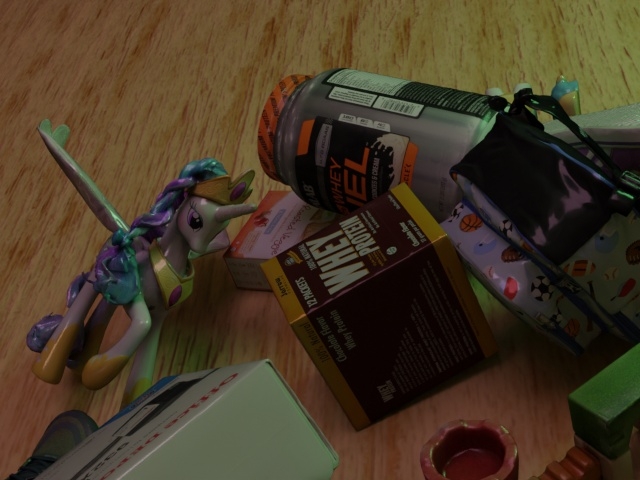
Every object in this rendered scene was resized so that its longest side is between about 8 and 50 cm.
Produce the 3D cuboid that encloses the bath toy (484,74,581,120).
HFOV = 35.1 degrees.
[{"bbox_3d":[0.208,-0.156,1.493,0.348,0.151,0.129,-7,80,17],"label":"bath toy"}]

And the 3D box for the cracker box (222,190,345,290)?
[{"bbox_3d":[0.000,0.000,1.427,0.232,0.067,0.155,3,41,28],"label":"cracker box"}]

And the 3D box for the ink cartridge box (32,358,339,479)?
[{"bbox_3d":[-0.156,0.239,1.005,0.223,0.129,0.307,-37,7,-28],"label":"ink cartridge box"}]

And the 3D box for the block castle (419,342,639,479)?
[{"bbox_3d":[0.346,0.173,0.875,0.453,0.213,0.303,-30,36,-19],"label":"block castle"}]

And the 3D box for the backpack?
[{"bbox_3d":[0.280,0.005,1.107,0.213,0.263,0.276,-51,31,15],"label":"backpack"}]

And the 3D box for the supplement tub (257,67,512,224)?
[{"bbox_3d":[0.088,-0.116,1.318,0.316,0.193,0.193,16,48,29],"label":"supplement tub"}]

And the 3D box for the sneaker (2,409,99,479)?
[{"bbox_3d":[-0.332,0.301,1.140,0.111,0.121,0.300,-6,37,20],"label":"sneaker"}]

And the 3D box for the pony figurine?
[{"bbox_3d":[-0.242,0.026,1.320,0.351,0.303,0.363,33,95,50],"label":"pony figurine"}]

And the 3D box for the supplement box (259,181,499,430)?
[{"bbox_3d":[0.068,0.076,1.163,0.194,0.191,0.129,-30,35,-1],"label":"supplement box"}]

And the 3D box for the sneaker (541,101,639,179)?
[{"bbox_3d":[0.375,-0.081,1.251,0.102,0.161,0.282,-25,11,-25],"label":"sneaker"}]
